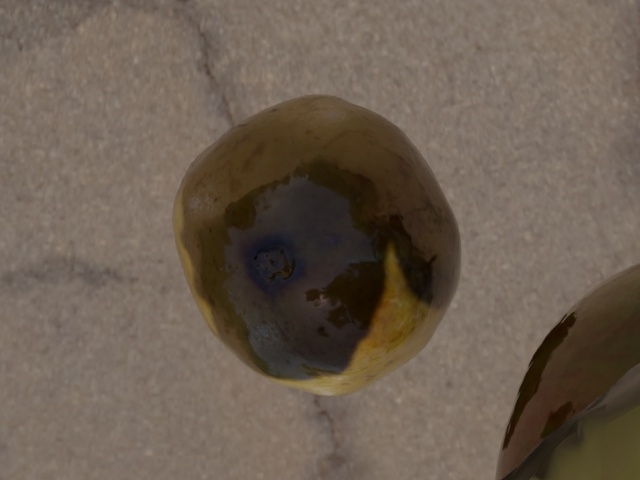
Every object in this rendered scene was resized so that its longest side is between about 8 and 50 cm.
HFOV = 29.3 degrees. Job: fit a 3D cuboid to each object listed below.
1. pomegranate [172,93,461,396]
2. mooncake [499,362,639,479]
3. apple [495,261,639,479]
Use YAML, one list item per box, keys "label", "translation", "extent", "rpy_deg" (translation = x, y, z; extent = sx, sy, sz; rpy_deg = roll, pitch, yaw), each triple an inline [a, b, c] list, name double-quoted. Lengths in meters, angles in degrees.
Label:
- label: "pomegranate"
  translation: [-0.003, 0.009, 1.169]
  extent: [0.307, 0.307, 0.307]
  rpy_deg: [-2, 131, -3]
- label: "mooncake"
  translation: [0.218, 0.203, 0.395]
  extent: [0.393, 0.246, 0.394]
  rpy_deg: [-1, 93, 33]
- label: "apple"
  translation: [0.277, 0.162, 0.727]
  extent: [0.340, 0.339, 0.339]
  rpy_deg: [-2, 131, -3]
